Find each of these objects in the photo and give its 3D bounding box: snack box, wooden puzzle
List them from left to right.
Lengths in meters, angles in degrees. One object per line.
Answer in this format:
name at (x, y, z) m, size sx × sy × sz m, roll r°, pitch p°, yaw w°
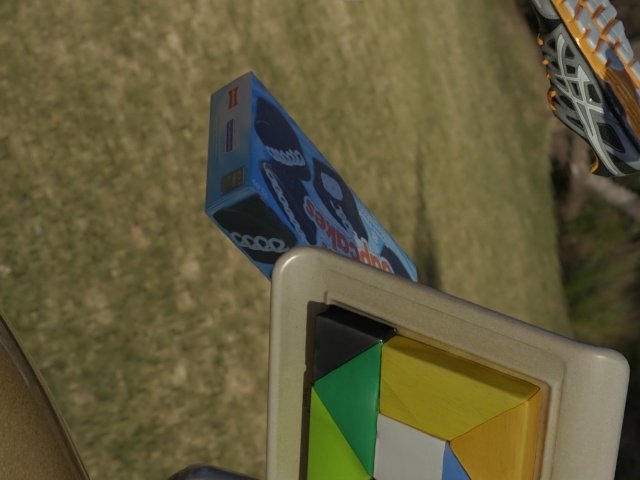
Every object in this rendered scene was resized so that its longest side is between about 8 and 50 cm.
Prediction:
snack box at (0.000, 0.000, 1.527) m, size 0.322 × 0.060 × 0.187 m, roll 48°, pitch 25°, yaw -35°
wooden puzzle at (0.067, 0.133, 0.960) m, size 0.044 × 0.239 × 0.220 m, roll -36°, pitch 136°, yaw -51°

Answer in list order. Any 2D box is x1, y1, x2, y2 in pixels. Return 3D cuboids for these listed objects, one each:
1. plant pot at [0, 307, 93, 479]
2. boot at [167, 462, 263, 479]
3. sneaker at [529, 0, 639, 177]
plant pot at (-0.244, 0.078, 0.753) m, size 0.237 × 0.237 × 0.254 m, roll -91°, pitch 178°, yaw -51°
boot at (0.038, 0.246, 1.435) m, size 0.338 × 0.223 × 0.118 m, roll 25°, pitch 35°, yaw -32°
sneaker at (0.226, -0.143, 1.284) m, size 0.215 × 0.083 × 0.084 m, roll 58°, pitch 38°, yaw -8°
